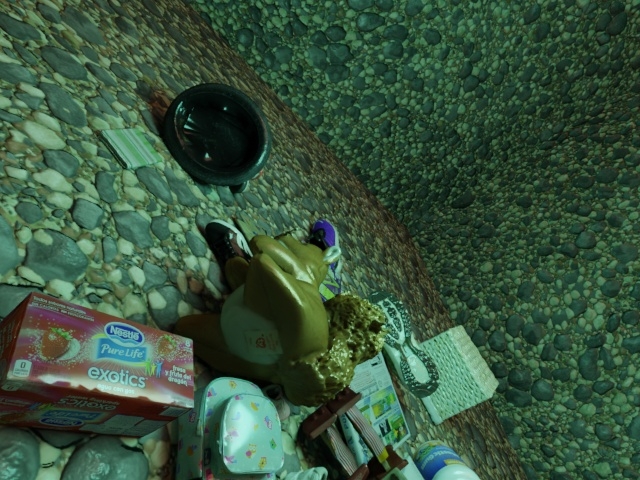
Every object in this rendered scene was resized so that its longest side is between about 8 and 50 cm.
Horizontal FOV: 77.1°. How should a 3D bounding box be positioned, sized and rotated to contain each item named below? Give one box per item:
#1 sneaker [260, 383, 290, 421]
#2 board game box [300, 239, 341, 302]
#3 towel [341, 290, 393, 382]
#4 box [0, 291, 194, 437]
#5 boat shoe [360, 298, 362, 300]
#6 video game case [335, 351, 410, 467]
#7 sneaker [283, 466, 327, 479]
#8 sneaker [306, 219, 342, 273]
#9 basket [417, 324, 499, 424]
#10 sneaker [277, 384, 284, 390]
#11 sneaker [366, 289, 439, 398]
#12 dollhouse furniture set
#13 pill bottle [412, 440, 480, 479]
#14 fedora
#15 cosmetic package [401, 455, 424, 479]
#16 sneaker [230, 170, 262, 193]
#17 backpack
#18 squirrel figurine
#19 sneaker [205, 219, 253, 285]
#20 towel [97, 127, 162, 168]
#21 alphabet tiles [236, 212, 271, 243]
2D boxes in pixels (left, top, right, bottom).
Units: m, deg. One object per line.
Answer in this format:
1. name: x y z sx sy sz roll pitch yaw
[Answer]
1. sneaker: -0.098 0.362 0.896 0.134 0.070 0.050 40 23 -38
2. board game box: -0.019 0.118 1.317 0.208 0.056 0.347 49 11 -7
3. towel: 0.123 0.335 1.458 0.317 0.053 0.331 35 28 -41
4. box: -0.324 0.190 0.575 0.257 0.128 0.122 34 29 -43
5. boat shoe: 0.111 0.268 1.300 0.103 0.113 0.302 51 19 9
6. video game case: 0.148 0.488 1.210 0.329 0.036 0.299 10 56 -57
7. sneaker: 0.011 0.556 0.768 0.090 0.115 0.232 16 43 -59
8. sneaker: 0.001 0.000 1.636 0.146 0.102 0.293 36 27 -40
9. basket: 0.568 0.571 1.779 0.328 0.267 0.331 13 44 -60
10. sneaker: -0.094 0.261 1.022 0.135 0.098 0.275 29 32 -48
11. sneaker: 0.268 0.387 1.494 0.182 0.158 0.409 113 -43 -62
12. dollhouse furniture set: 0.103 0.461 0.829 0.201 0.152 0.374 56 -14 -1
13. pill bottle: 0.372 0.701 1.153 0.152 0.152 0.272 56 -7 3
14. fedora: -0.319 -0.321 1.277 0.334 0.334 0.152 54 -10 -3
15. cosmetic package: 0.201 0.693 0.951 0.224 0.138 0.225 58 19 7
16. sneaker: -0.263 -0.251 1.456 0.145 0.090 0.269 30 29 -45
17. backpack: -0.159 0.336 0.703 0.166 0.144 0.188 27 31 -42
18. squirrel figurine: -0.045 0.155 0.929 0.397 0.281 0.370 42 24 -3
19. sneaker: -0.236 0.046 1.066 0.216 0.079 0.121 51 19 -14
20. towel: -0.489 -0.238 1.041 0.113 0.023 0.152 54 18 -8
21. alphabet tiles: -0.136 0.064 1.245 0.342 0.011 0.285 55 7 27
